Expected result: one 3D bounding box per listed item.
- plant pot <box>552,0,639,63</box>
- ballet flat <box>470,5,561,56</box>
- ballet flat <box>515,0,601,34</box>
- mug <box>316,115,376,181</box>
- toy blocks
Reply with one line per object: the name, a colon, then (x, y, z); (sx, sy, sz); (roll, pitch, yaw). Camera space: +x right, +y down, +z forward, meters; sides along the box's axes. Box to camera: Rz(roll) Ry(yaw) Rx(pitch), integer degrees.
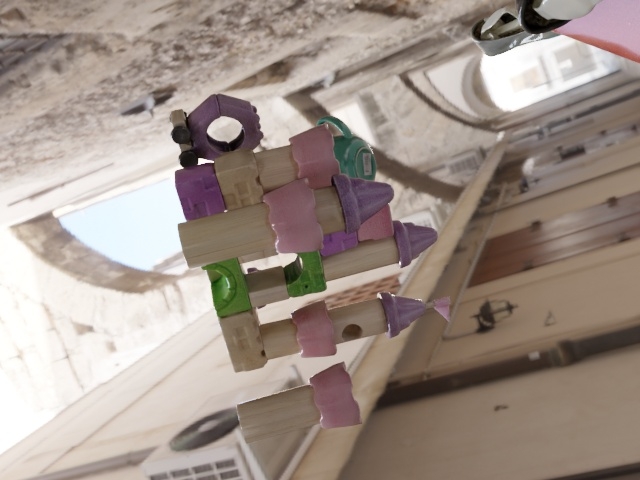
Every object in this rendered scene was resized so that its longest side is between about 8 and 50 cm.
plant pot: (0.364, -0.366, 0.750); (0.267, 0.267, 0.235); (46, 170, 49)
ballet flat: (0.318, -0.336, 1.116); (0.068, 0.213, 0.072); (32, -115, -30)
ballet flat: (0.270, -0.249, 0.620); (0.095, 0.280, 0.096); (29, -111, -17)
mug: (0.042, -0.148, 1.416); (0.157, 0.097, 0.129); (52, -130, -39)
toy blocks: (0.000, 0.000, 0.798); (0.309, 0.260, 0.288); (-112, 8, -58)
